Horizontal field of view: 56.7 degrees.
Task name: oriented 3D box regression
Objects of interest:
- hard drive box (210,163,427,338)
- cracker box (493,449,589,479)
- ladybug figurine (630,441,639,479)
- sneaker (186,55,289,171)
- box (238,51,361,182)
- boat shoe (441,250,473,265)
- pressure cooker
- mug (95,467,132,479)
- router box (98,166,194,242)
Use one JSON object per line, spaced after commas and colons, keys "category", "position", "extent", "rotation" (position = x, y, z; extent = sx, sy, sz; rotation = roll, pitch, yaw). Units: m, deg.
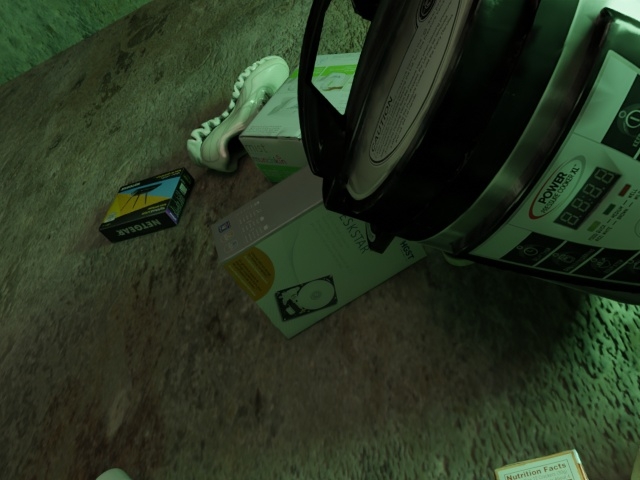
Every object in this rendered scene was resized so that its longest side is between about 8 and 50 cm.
{"category": "hard drive box", "position": [0.000, 0.000, 0.804], "extent": [0.232, 0.181, 0.089], "rotation": [-32, 40, 4]}
{"category": "cracker box", "position": [0.194, 0.286, 0.400], "extent": [0.067, 0.156, 0.232], "rotation": [-21, 41, 17]}
{"category": "ladybug figurine", "position": [0.398, 0.160, 0.378], "extent": [0.449, 0.162, 0.305], "rotation": [-39, 39, -6]}
{"category": "sneaker", "position": [-0.146, -0.258, 1.237], "extent": [0.118, 0.110, 0.292], "rotation": [26, 76, 39]}
{"category": "box", "position": [0.029, -0.212, 1.039], "extent": [0.261, 0.127, 0.231], "rotation": [11, 58, 41]}
{"category": "boat shoe", "position": [0.251, -0.059, 0.771], "extent": [0.233, 0.079, 0.084], "rotation": [-34, 38, -1]}
{"category": "pressure cooker", "position": [0.191, -0.149, 0.553], "extent": [0.375, 0.419, 0.370], "rotation": [161, 125, -76]}
{"category": "mug", "position": [-0.250, 0.337, 0.748], "extent": [0.064, 0.078, 0.062], "rotation": [15, 27, 33]}
{"category": "router box", "position": [-0.360, -0.074, 1.235], "extent": [0.178, 0.046, 0.133], "rotation": [-13, 44, 24]}
